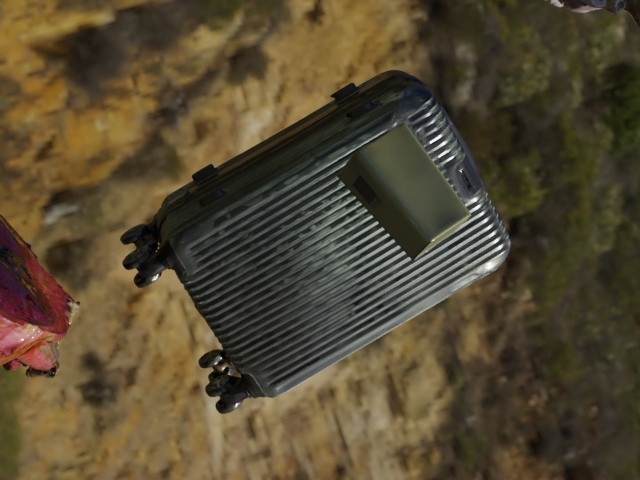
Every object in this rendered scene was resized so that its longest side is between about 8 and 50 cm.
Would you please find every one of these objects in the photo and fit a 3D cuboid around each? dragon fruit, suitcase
[{"bbox_3d":[-0.297,0.055,1.253,0.211,0.134,0.262,37,11,-42],"label":"dragon fruit"},{"bbox_3d":[0.000,0.000,1.322,0.202,0.312,0.128,60,0,-19],"label":"suitcase"}]

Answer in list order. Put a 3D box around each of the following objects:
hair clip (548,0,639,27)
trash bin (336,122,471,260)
[{"bbox_3d":[0.225,-0.210,1.163,0.300,0.069,0.173,44,-16,7],"label":"hair clip"},{"bbox_3d":[0.068,-0.038,1.170,0.092,0.061,0.043,50,-37,9],"label":"trash bin"}]
